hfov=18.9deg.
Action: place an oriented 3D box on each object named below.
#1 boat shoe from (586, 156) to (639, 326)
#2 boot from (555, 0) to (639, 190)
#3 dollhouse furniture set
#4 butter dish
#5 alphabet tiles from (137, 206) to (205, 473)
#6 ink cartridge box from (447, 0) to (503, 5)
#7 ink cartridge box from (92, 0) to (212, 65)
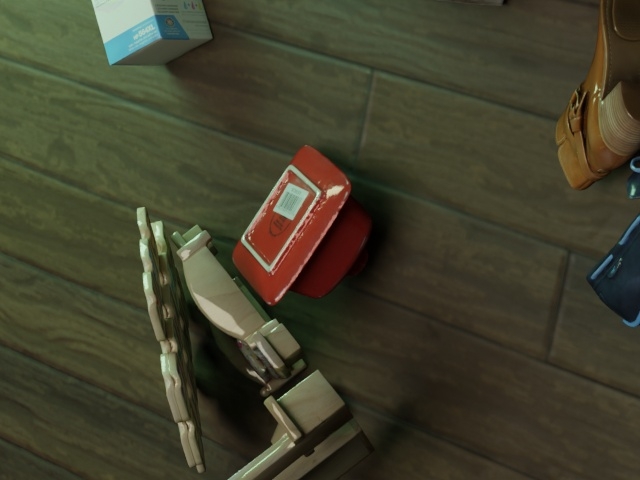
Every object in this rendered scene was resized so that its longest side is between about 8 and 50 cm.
[{"bbox_3d":[0.322,-0.039,1.816,0.089,0.109,0.258,36,113,24],"label":"boat shoe"},{"bbox_3d":[0.275,-0.157,1.871,0.152,0.073,0.197,125,155,-60],"label":"boot"},{"bbox_3d":[-0.124,0.125,2.039,0.174,0.303,0.355,-38,71,-4],"label":"dollhouse furniture set"},{"bbox_3d":[0.000,0.000,2.083,0.160,0.118,0.160,-57,27,6],"label":"butter dish"},{"bbox_3d":[-0.160,0.111,2.143,0.284,0.021,0.278,-101,-1,-51],"label":"alphabet tiles"},{"bbox_3d":[0.070,-0.349,1.953,0.233,0.168,0.171,22,107,37],"label":"ink cartridge box"},{"bbox_3d":[-0.203,-0.284,2.232,0.090,0.092,0.143,-22,81,38],"label":"ink cartridge box"}]
